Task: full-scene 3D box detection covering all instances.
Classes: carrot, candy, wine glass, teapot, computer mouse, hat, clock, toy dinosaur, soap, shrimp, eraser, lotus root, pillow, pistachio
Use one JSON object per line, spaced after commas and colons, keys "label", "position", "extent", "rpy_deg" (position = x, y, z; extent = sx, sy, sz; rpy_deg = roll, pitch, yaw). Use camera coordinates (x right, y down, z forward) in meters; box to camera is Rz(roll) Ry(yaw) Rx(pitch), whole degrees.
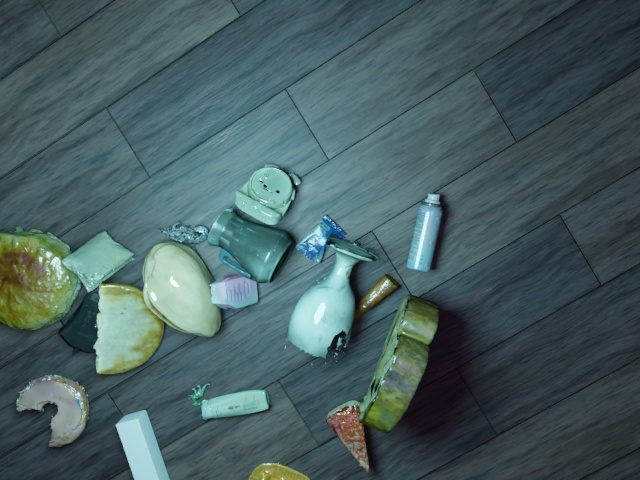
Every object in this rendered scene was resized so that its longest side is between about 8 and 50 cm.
{"label": "carrot", "position": [0.138, 0.191, 1.781], "extent": [0.224, 0.057, 0.057], "rpy_deg": [-42, 92, 12]}
{"label": "candy", "position": [0.001, 0.000, 1.768], "extent": [0.088, 0.038, 0.136], "rpy_deg": [42, 89, -7]}
{"label": "wine glass", "position": [0.031, 0.172, 1.711], "extent": [0.190, 0.190, 0.357], "rpy_deg": [19, 96, 2]}
{"label": "teapot", "position": [-0.213, 0.020, 1.737], "extent": [0.225, 0.171, 0.203], "rpy_deg": [30, 127, 7]}
{"label": "computer mouse", "position": [-0.698, 0.242, 1.814], "extent": [0.147, 0.088, 0.264], "rpy_deg": [35, 95, -25]}
{"label": "hat", "position": [-0.128, 0.835, 1.765], "extent": [0.233, 0.233, 0.245], "rpy_deg": [-17, 96, 4]}
{"label": "clock", "position": [-0.149, -0.148, 1.715], "extent": [0.151, 0.062, 0.191], "rpy_deg": [28, 60, 7]}
{"label": "toy dinosaur", "position": [-0.382, 0.492, 1.853], "extent": [0.083, 0.021, 0.062], "rpy_deg": [-16, 102, 9]}
{"label": "soap", "position": [-0.258, 0.153, 1.746], "extent": [0.056, 0.149, 0.100], "rpy_deg": [-2, 94, 35]}
{"label": "shrimp", "position": [-0.426, -0.025, 1.787], "extent": [0.165, 0.057, 0.065], "rpy_deg": [10, 112, -7]}
{"label": "eraser", "position": [-0.555, 0.699, 1.856], "extent": [0.078, 0.076, 0.299], "rpy_deg": [-17, 94, 6]}
{"label": "lotus root", "position": [0.214, 0.347, 1.649], "extent": [0.111, 0.375, 0.391], "rpy_deg": [24, 59, 0]}
{"label": "pillow", "position": [-0.666, 0.056, 1.762], "extent": [0.134, 0.181, 0.078], "rpy_deg": [40, 138, 7]}
{"label": "pistachio", "position": [-0.411, 0.152, 1.744], "extent": [0.214, 0.193, 0.318], "rpy_deg": [-43, 108, -34]}

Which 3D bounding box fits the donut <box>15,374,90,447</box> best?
{"label": "donut", "position": [-0.829, 0.524, 1.852], "extent": [0.199, 0.085, 0.233], "rpy_deg": [-38, 92, 7]}

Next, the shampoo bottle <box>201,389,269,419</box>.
{"label": "shampoo bottle", "position": [-0.267, 0.516, 1.833], "extent": [0.212, 0.049, 0.072], "rpy_deg": [-14, 99, 5]}

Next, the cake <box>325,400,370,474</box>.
{"label": "cake", "position": [0.124, 0.591, 1.797], "extent": [0.116, 0.086, 0.220], "rpy_deg": [-39, 91, 9]}

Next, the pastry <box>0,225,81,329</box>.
{"label": "pastry", "position": [-0.891, 0.116, 1.789], "extent": [0.329, 0.136, 0.330], "rpy_deg": [0, 94, 3]}

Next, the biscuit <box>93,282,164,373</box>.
{"label": "biscuit", "position": [-0.587, 0.270, 1.796], "extent": [0.204, 0.040, 0.309], "rpy_deg": [2, 111, -19]}

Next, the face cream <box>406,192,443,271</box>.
{"label": "face cream", "position": [0.314, -0.026, 1.730], "extent": [0.075, 0.075, 0.230], "rpy_deg": [11, 97, 2]}
